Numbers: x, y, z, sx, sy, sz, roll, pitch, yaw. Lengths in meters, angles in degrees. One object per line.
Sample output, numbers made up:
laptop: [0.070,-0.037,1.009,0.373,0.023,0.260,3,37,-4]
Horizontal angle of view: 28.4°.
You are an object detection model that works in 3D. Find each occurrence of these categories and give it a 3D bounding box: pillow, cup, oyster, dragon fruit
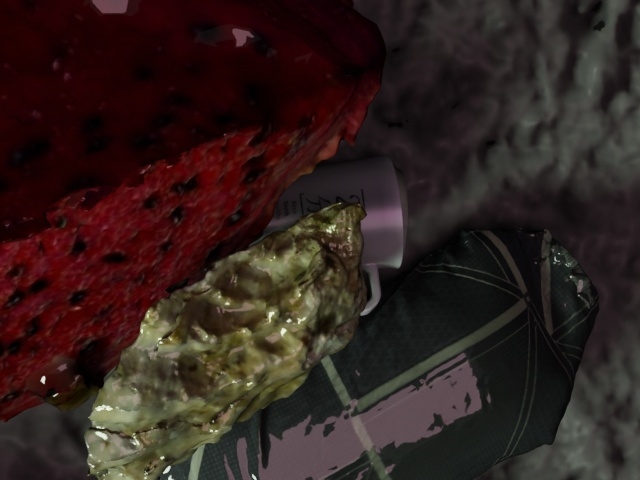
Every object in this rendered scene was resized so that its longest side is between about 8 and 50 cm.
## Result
pillow: [0.039,0.109,0.856,0.335,0.092,0.162,-24,98,-6]
cup: [0.000,0.000,0.828,0.116,0.074,0.104,-7,78,-8]
oyster: [-0.049,0.075,0.751,0.209,0.072,0.133,-37,143,-21]
dragon fruit: [-0.115,-0.041,0.716,0.330,0.240,0.302,-16,122,-1]
